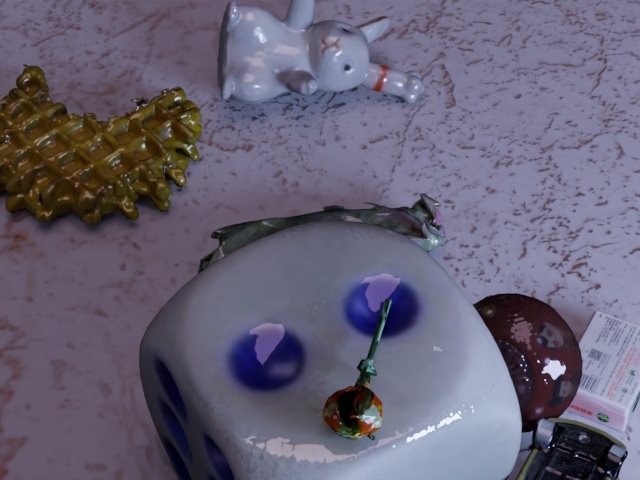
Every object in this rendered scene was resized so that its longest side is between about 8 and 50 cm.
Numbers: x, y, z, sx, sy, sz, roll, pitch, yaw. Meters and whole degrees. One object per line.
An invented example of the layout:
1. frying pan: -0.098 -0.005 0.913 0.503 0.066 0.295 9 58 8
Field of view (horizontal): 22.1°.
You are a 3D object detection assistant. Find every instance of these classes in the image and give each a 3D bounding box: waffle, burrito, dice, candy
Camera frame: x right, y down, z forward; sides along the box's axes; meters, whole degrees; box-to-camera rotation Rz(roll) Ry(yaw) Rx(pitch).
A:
1. waffle: -0.306 -0.124 2.114 0.292 0.069 0.260 6 47 7
2. burrito: 0.001 0.003 1.992 0.309 0.066 0.096 -10 38 -4
3. dice: 0.006 0.173 1.703 0.304 0.277 0.304 -24 55 -18
4. candy: 0.045 0.118 1.552 0.055 0.049 0.185 15 42 5

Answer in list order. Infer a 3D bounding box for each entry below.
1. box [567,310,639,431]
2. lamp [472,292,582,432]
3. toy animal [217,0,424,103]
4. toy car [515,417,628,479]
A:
1. box: 0.331 0.148 1.873 0.089 0.043 0.125 22 51 20
2. lamp: 0.216 0.132 1.810 0.157 0.156 0.135 -11 10 36
3. toy animal: -0.005 -0.250 2.174 0.282 0.138 0.141 -1 83 5
4. toy car: 0.231 0.300 1.686 0.101 0.124 0.257 21 41 16
